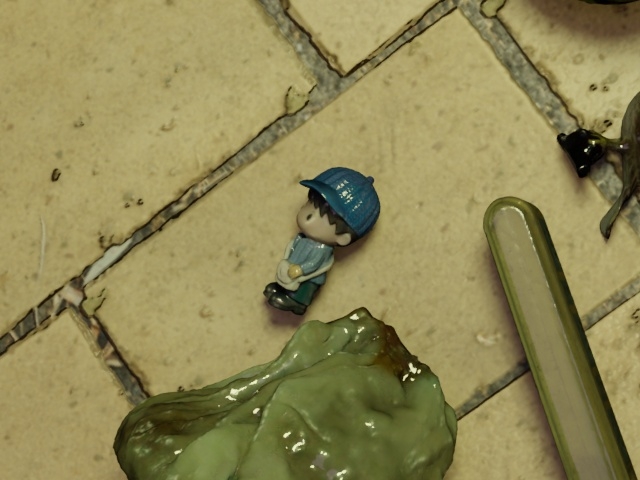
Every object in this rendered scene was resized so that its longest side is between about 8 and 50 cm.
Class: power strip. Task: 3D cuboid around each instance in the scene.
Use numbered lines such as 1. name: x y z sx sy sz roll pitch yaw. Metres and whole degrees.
1. power strip: 0.236 0.143 1.507 0.066 0.092 0.387 -19 84 12

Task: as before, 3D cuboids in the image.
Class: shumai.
1. shumai: -0.004 0.186 1.464 0.309 0.304 0.263 39 84 9

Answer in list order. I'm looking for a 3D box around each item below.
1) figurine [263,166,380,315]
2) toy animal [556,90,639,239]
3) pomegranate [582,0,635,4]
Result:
1. figurine: 0.000 0.000 1.569 0.087 0.086 0.149 21 102 -16
2. toy animal: 0.303 -0.106 1.532 0.105 0.070 0.202 41 93 -2
3. pomegranate: 0.288 -0.317 1.457 0.254 0.254 0.270 -38 90 7
